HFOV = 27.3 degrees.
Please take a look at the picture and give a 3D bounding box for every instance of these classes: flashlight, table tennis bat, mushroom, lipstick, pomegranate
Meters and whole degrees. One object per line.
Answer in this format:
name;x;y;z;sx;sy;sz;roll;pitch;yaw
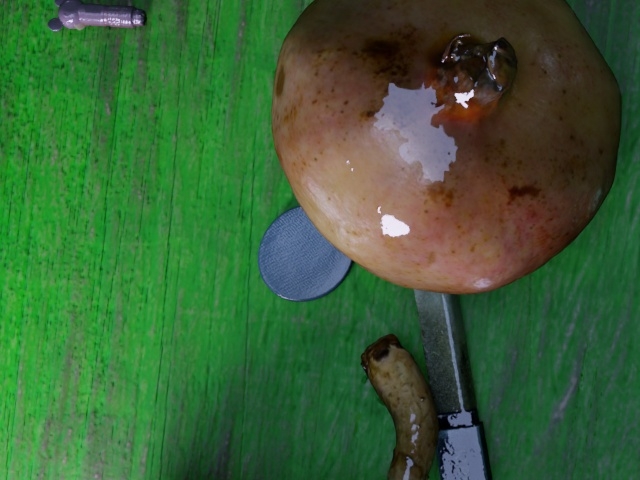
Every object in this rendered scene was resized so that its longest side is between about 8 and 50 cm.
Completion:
flashlight;-0.249;-0.251;1.477;0.110;0.031;0.052;5;65;9
table tennis bat;0.000;0.000;1.417;0.155;0.019;0.100;-42;80;10
mushroom;0.060;0.272;1.275;0.233;0.208;0.302;21;105;29
lipstick;0.134;0.137;1.364;0.051;0.051;0.312;-10;85;15
pomegranate;0.117;-0.114;1.238;0.338;0.338;0.338;0;88;13
